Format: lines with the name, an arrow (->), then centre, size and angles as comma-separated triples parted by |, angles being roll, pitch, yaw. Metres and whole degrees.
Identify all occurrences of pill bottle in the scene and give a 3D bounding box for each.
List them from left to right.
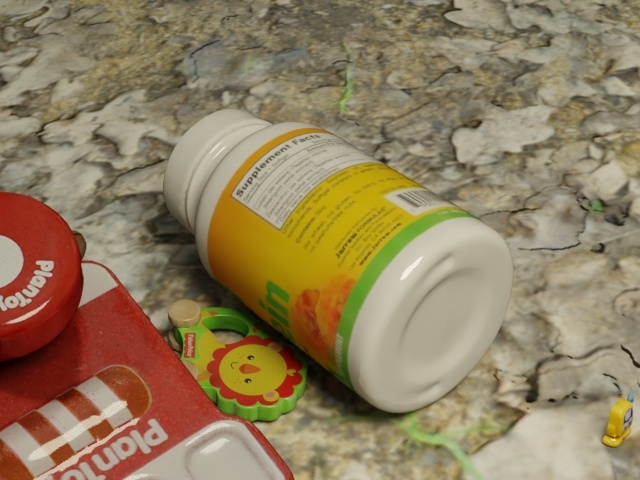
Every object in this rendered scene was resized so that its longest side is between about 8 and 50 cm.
pill bottle -> 0.000, 0.000, 0.796 | 0.136, 0.136, 0.246 | -30, 45, -28

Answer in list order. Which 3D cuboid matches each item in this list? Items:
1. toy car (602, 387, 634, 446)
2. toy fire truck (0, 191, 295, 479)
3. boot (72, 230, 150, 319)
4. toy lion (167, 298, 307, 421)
toy car -> 0.240, 0.101, 0.720 | 0.122, 0.040, 0.060 | -24, 42, -22
toy fire truck -> -0.197, 0.138, 0.647 | 0.302, 0.169, 0.254 | -31, 64, -27
boot -> -0.162, 0.045, 0.837 | 0.114, 0.037, 0.106 | 12, 55, 25
toy lion -> -0.058, 0.083, 0.787 | 0.096, 0.034, 0.100 | 0, 38, -5
